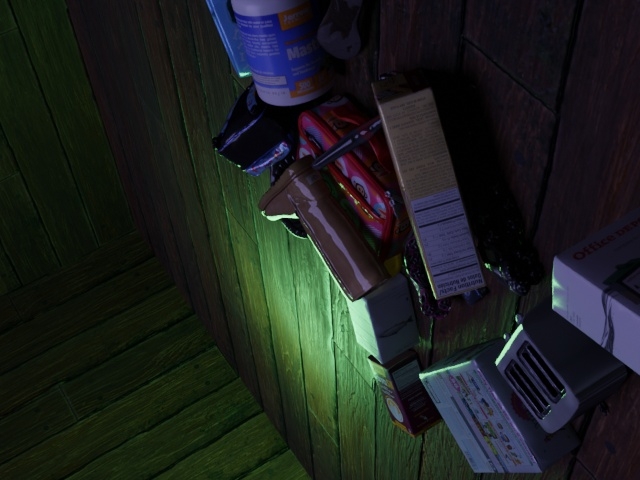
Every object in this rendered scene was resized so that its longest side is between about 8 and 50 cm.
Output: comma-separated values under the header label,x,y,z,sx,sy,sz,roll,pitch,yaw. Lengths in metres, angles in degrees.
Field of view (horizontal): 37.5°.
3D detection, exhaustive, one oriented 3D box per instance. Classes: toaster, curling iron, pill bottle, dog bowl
label,x,y,z,sx,sy,sz,roll,pitch,yaw
toaster,0.362,0.187,1.416,0.186,0.110,0.168,54,161,21
curling iron,0.069,-0.196,1.598,0.068,0.035,0.274,54,136,5
pill bottle,-0.071,-0.390,1.668,0.152,0.152,0.272,39,152,49
dog bowl,-0.183,-0.467,1.916,0.166,0.074,0.297,-125,11,-70

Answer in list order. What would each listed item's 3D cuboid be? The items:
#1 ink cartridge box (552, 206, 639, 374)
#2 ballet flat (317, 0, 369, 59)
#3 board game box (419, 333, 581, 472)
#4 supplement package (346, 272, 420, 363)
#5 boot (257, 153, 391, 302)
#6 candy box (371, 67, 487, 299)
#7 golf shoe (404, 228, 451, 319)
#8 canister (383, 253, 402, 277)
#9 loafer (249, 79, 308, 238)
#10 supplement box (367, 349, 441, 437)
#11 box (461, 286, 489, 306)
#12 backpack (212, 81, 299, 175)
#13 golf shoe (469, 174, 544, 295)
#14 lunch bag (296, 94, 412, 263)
label,x,y,z,sx,sy,sz,roll,pitch,yaw
ink cartridge box,0.395,0.068,1.073,0.219,0.160,0.093,42,152,45
ballet flat,0.044,-0.377,1.548,0.084,0.058,0.250,22,161,4
board game box,0.317,0.306,1.732,0.224,0.097,0.303,59,163,4
supplement package,0.129,0.148,1.989,0.105,0.105,0.179,38,151,50
boot,0.000,0.000,1.768,0.269,0.089,0.236,57,157,7
candy box,0.165,-0.091,1.448,0.183,0.087,0.316,-89,-19,-70
golf shoe,0.191,0.051,1.731,0.086,0.067,0.186,-92,-11,-64
canister,0.089,-0.006,1.924,0.170,0.073,0.126,41,153,44
loafer,-0.050,-0.186,1.999,0.130,0.133,0.366,-86,-17,-74
supplement box,0.190,0.337,2.136,0.104,0.081,0.188,20,135,64
box,0.258,0.070,1.665,0.083,0.018,0.067,59,161,10
backpack,-0.114,-0.235,1.836,0.117,0.173,0.158,38,130,-23
golf shoe,0.264,-0.006,1.450,0.198,0.077,0.094,67,161,-12
lunch bag,0.074,-0.122,1.745,0.293,0.120,0.258,50,155,27
